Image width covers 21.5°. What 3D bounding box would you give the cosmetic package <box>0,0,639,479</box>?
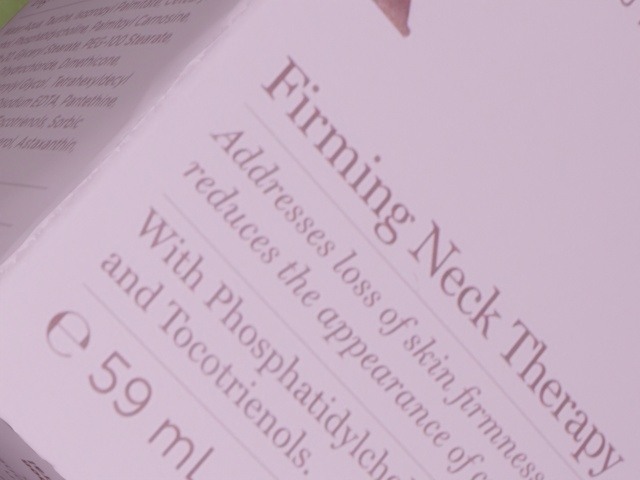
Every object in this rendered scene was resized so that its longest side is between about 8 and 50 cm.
[{"bbox_3d":[0.000,0.000,0.849,0.329,0.393,0.327,48,160,-22],"label":"cosmetic package"}]
